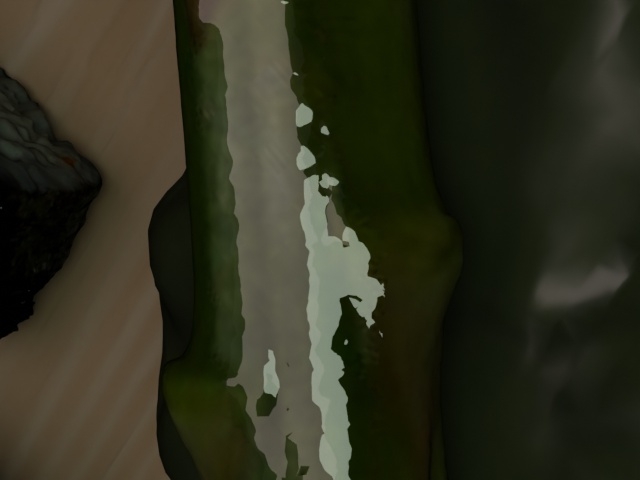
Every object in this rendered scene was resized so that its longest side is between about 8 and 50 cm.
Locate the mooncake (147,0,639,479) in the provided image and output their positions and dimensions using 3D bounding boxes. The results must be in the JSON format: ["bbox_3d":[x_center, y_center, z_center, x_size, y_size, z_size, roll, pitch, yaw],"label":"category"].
[{"bbox_3d":[0.113,0.035,0.519,0.356,0.194,0.356,-2,86,30],"label":"mooncake"}]

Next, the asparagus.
[{"bbox_3d":[-0.001,0.000,0.437,0.085,0.082,0.343,-6,88,36],"label":"asparagus"}]

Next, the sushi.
[{"bbox_3d":[-0.217,-0.042,0.753,0.225,0.124,0.127,38,107,20],"label":"sushi"}]
